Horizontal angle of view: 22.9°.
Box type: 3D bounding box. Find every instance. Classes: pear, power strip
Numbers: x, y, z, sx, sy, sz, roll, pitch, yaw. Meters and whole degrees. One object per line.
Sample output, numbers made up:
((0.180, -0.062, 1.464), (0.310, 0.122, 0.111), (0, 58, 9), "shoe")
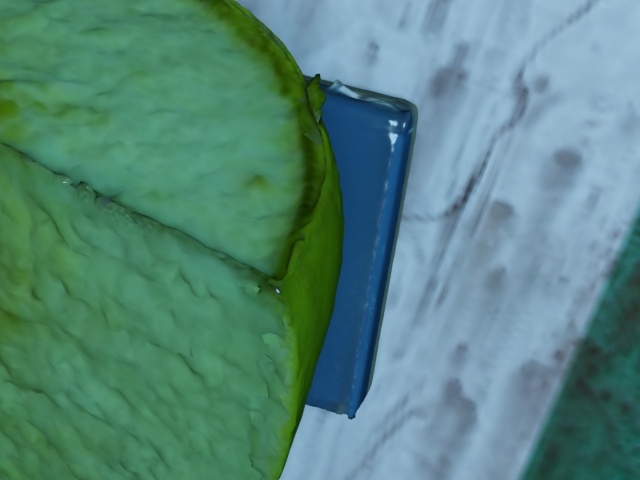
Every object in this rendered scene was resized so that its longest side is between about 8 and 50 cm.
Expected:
((-0.107, 0.014, 0.574), (0.288, 0.139, 0.239), (26, 127, 20), "pear")
((0.000, 0.000, 0.592), (0.056, 0.032, 0.123), (13, 108, 11), "power strip")
